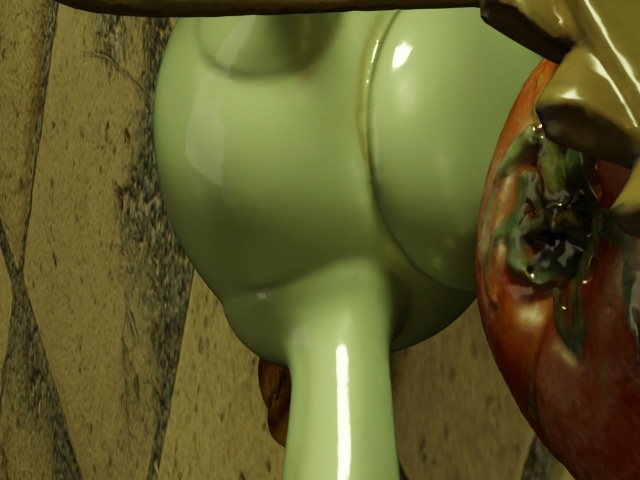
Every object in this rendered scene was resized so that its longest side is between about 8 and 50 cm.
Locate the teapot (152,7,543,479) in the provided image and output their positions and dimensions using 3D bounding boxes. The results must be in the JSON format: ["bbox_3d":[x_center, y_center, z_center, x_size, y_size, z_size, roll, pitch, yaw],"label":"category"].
[{"bbox_3d":[0.023,0.007,0.842,0.149,0.220,0.318,-4,88,38],"label":"teapot"}]

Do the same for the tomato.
[{"bbox_3d":[0.126,0.005,0.702,0.237,0.095,0.236,179,90,-69],"label":"tomato"}]

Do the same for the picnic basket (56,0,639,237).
[{"bbox_3d":[0.092,-0.155,0.475,0.254,0.321,0.291,-61,41,47],"label":"picnic basket"}]

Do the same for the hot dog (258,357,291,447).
[{"bbox_3d":[0.000,0.077,1.088,0.090,0.060,0.140,-107,33,-44],"label":"hot dog"}]
